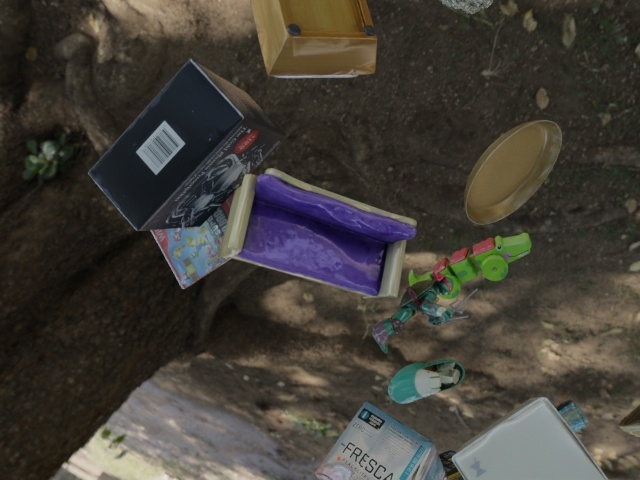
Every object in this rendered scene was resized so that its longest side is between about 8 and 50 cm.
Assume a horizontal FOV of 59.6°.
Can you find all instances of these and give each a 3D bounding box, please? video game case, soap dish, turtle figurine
[{"bbox_3d":[-0.311,-0.025,1.513,0.285,0.025,0.204,-32,83,17],"label":"video game case"},{"bbox_3d":[-0.018,-0.465,1.097,0.228,0.291,0.118,-7,164,-22],"label":"soap dish"},{"bbox_3d":[0.220,0.149,1.199,0.118,0.234,0.175,59,-172,19],"label":"turtle figurine"}]

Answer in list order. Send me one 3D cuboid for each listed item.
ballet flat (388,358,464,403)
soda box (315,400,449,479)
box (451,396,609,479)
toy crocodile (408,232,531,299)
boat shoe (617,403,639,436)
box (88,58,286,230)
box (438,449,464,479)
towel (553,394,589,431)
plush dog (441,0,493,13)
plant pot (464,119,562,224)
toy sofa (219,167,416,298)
[{"bbox_3d":[0.263,0.325,1.321,0.087,0.247,0.083,-16,81,43],"label":"ballet flat"},{"bbox_3d":[0.061,0.197,0.419,0.058,0.063,0.183,23,151,36],"label":"soda box"},{"bbox_3d":[0.290,0.315,0.793,0.127,0.148,0.232,56,-174,22],"label":"box"},{"bbox_3d":[0.395,0.063,1.489,0.340,0.115,0.105,-28,103,28],"label":"toy crocodile"},{"bbox_3d":[0.877,0.479,1.427,0.110,0.121,0.341,49,173,17],"label":"boat shoe"},{"bbox_3d":[-0.291,-0.203,1.303,0.343,0.312,0.179,-44,84,12],"label":"box"},{"bbox_3d":[0.164,0.507,0.924,0.079,0.257,0.322,11,176,36],"label":"box"},{"bbox_3d":[0.507,0.480,1.322,0.040,0.271,0.370,54,-171,34],"label":"towel"},{"bbox_3d":[0.229,-0.404,0.689,0.225,0.262,0.211,20,107,28],"label":"plush dog"},{"bbox_3d":[0.364,-0.133,1.078,0.032,0.236,0.236,50,160,36],"label":"plant pot"},{"bbox_3d":[0.000,0.000,1.091,0.362,0.150,0.177,18,164,-22],"label":"toy sofa"}]
